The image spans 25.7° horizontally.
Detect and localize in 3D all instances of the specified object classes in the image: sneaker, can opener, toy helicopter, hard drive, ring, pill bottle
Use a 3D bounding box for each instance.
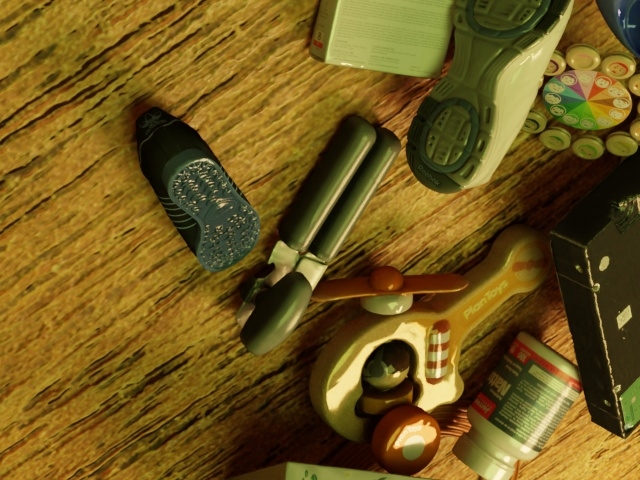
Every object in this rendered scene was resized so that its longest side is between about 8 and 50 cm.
[{"bbox_3d":[0.188,-0.187,1.471,0.297,0.111,0.129,-62,158,9],"label":"sneaker"},{"bbox_3d":[0.000,0.000,1.528,0.074,0.093,0.280,21,105,-36],"label":"can opener"},{"bbox_3d":[0.131,0.089,1.656,0.355,0.140,0.235,-38,123,-15],"label":"toy helicopter"},{"bbox_3d":[-0.126,-0.052,1.432,0.081,0.090,0.232,-32,152,-7],"label":"sneaker"},{"bbox_3d":[0.393,0.050,1.691,0.237,0.064,0.339,-41,133,-22],"label":"hard drive"},{"bbox_3d":[0.125,0.353,1.872,0.336,0.032,0.337,-14,126,-20],"label":"ring"},{"bbox_3d":[0.249,0.216,1.778,0.108,0.108,0.180,31,94,-40],"label":"pill bottle"}]

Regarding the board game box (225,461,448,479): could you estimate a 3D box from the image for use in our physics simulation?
[{"bbox_3d":[0.058,0.332,1.662,0.303,0.224,0.097,9,74,-20],"label":"board game box"}]

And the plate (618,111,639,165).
[{"bbox_3d":[0.485,-0.158,1.708,0.277,0.045,0.278,-3,123,-26],"label":"plate"}]

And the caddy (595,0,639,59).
[{"bbox_3d":[0.389,-0.318,1.382,0.179,0.241,0.341,-18,164,-26],"label":"caddy"}]

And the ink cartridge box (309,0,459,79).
[{"bbox_3d":[0.075,-0.261,1.427,0.145,0.045,0.179,4,105,-30],"label":"ink cartridge box"}]

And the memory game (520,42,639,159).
[{"bbox_3d":[0.294,-0.150,1.551,0.186,0.012,0.186,12,146,8],"label":"memory game"}]
